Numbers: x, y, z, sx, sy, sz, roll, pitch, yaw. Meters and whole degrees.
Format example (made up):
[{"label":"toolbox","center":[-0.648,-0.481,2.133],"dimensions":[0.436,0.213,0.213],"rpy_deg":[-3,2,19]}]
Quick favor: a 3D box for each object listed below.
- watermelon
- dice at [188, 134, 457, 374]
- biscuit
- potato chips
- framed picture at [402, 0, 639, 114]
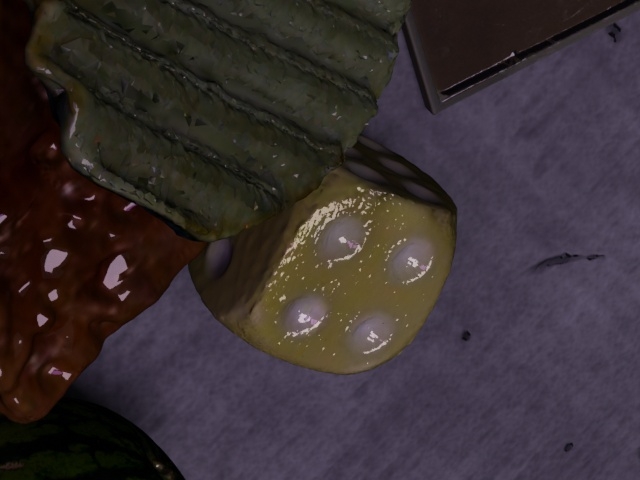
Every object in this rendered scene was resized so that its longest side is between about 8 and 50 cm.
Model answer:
[{"label":"watermelon","center":[-0.231,0.274,1.324],"dimensions":[0.285,0.285,0.285],"rpy_deg":[-12,122,-20]},{"label":"dice","center":[0.000,0.000,1.353],"dimensions":[0.166,0.169,0.169],"rpy_deg":[18,109,-33]},{"label":"biscuit","center":[-0.227,-0.112,1.129],"dimensions":[0.342,0.166,0.395],"rpy_deg":[-46,130,-22]},{"label":"potato chips","center":[-0.060,-0.175,1.117],"dimensions":[0.429,0.070,0.358],"rpy_deg":[17,78,-54]},{"label":"framed picture","center":[0.194,-0.259,1.395],"dimensions":[0.289,0.016,0.213],"rpy_deg":[-28,125,-9]}]
